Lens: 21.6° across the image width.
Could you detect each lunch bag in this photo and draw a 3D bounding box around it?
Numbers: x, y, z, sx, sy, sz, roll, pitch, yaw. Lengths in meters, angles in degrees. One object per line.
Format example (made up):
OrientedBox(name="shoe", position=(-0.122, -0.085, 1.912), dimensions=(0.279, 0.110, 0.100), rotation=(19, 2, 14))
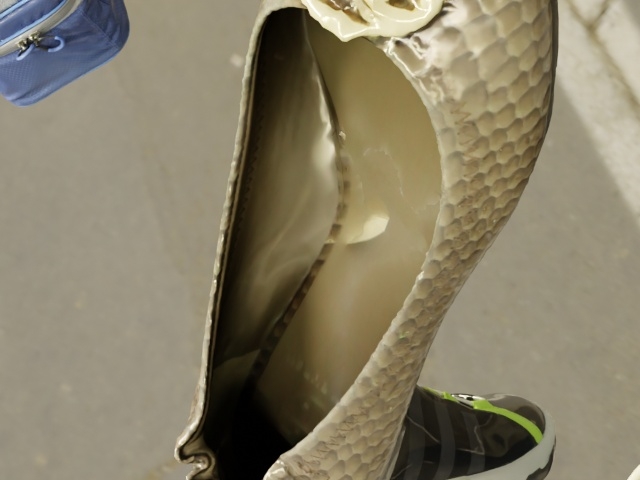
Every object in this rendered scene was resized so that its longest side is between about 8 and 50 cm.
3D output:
OrientedBox(name="lunch bag", position=(-0.127, -0.109, 0.699), dimensions=(0.067, 0.065, 0.098), rotation=(-29, 53, 11))

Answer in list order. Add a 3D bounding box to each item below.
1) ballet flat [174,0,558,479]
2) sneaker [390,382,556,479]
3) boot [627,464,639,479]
OrientedBox(name="ballet flat", position=(0.000, 0.000, 0.449), dimensions=(0.084, 0.058, 0.250), rotation=(39, 134, 27))
OrientedBox(name="sneaker", position=(0.040, 0.092, 0.846), dimensions=(0.084, 0.235, 0.097), rotation=(-6, 95, 40))
OrientedBox(name="boot", position=(0.252, 0.141, 1.058), dimensions=(0.158, 0.084, 0.059), rotation=(-47, 45, 3))
